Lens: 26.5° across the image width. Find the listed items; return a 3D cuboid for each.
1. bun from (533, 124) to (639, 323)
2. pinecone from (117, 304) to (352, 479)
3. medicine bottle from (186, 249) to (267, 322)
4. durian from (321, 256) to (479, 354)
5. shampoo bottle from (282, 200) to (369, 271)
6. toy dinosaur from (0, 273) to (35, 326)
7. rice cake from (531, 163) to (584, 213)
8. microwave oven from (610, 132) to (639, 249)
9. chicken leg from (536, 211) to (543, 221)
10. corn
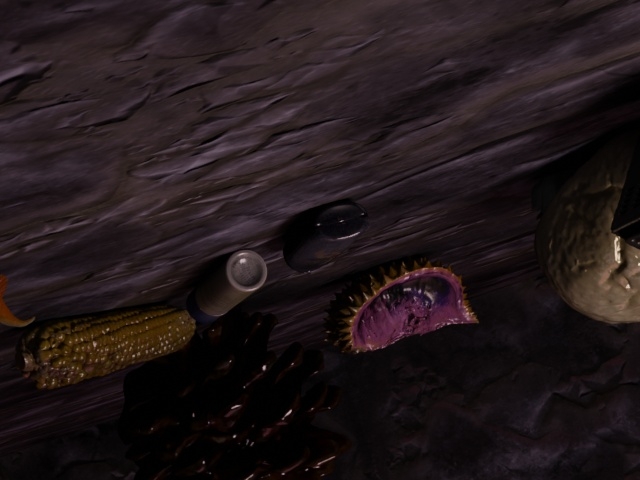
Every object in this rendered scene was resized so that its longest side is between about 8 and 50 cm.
[{"bbox_3d":[0.485,-0.013,1.893,0.352,0.227,0.349,-25,154,-6],"label":"bun"},{"bbox_3d":[-0.151,0.289,2.280,0.398,0.397,0.398,-17,172,-3],"label":"pinecone"},{"bbox_3d":[-0.135,0.067,1.894,0.059,0.059,0.231,-14,171,-22],"label":"medicine bottle"},{"bbox_3d":[0.121,0.107,2.478,0.261,0.153,0.186,-20,-164,-29],"label":"durian"},{"bbox_3d":[0.000,0.000,1.764,0.087,0.049,0.234,-13,171,-15],"label":"shampoo bottle"},{"bbox_3d":[-0.378,0.064,1.457,0.212,0.057,0.142,-25,161,-49],"label":"toy dinosaur"},{"bbox_3d":[0.410,-0.085,2.015,0.206,0.063,0.069,-15,165,-23],"label":"rice cake"},{"bbox_3d":[0.554,-0.037,1.534,0.355,0.218,0.286,24,160,-10],"label":"microwave oven"},{"bbox_3d":[0.449,-0.049,2.371,0.198,0.069,0.085,-1,-174,-43],"label":"chicken leg"},{"bbox_3d":[-0.308,0.146,1.944,0.097,0.097,0.320,-24,171,39],"label":"corn"}]
